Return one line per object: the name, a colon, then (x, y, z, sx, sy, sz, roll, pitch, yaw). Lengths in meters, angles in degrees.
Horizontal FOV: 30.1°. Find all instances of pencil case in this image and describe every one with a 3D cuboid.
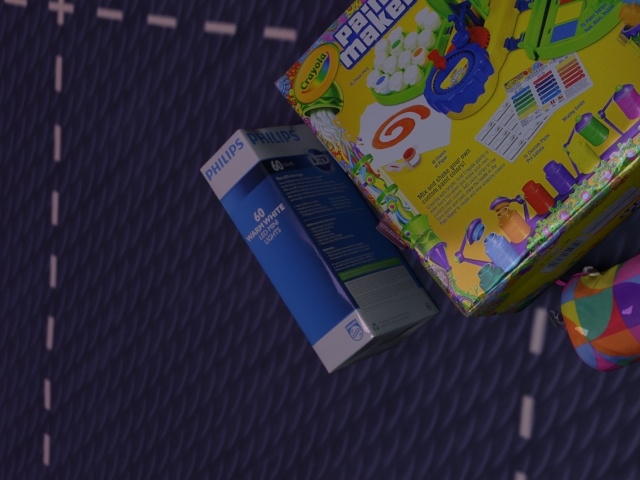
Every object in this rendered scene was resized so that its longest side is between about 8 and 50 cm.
pencil case: (0.323, 0.039, 1.063, 0.236, 0.104, 0.104, -26, 83, 34)

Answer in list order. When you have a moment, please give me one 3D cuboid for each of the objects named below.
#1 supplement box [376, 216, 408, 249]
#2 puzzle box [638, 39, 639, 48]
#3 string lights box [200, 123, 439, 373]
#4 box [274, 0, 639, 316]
supplement box: (0.103, -0.037, 1.230, 0.043, 0.055, 0.083, 39, 117, 26)
puzzle box: (0.468, -0.109, 0.835, 0.409, 0.052, 0.272, -25, 111, 21)
string lights box: (0.000, 0.000, 1.260, 0.077, 0.133, 0.260, -43, 72, 33)
box: (0.171, -0.131, 1.054, 0.290, 0.177, 0.279, -44, 72, 18)
